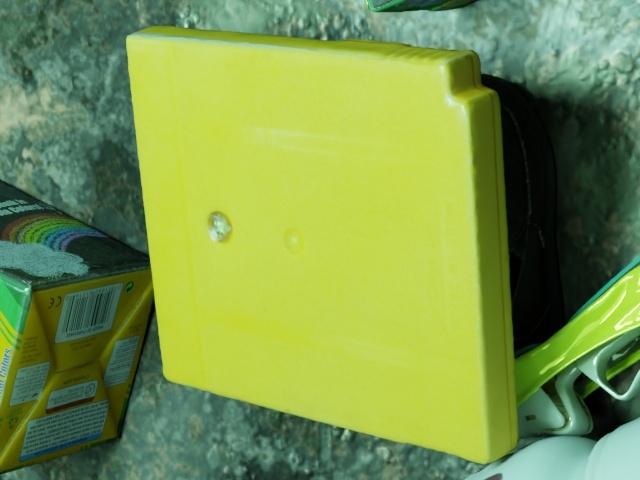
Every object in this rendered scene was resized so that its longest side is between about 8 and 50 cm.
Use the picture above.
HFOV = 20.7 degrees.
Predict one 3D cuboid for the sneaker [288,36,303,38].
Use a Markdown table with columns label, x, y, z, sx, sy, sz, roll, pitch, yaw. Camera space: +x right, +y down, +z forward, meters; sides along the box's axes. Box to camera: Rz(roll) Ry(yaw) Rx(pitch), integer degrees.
| label | x | y | z | sx | sy | sz | roll | pitch | yaw |
| --- | --- | --- | --- | --- | --- | --- | --- | --- | --- |
| sneaker | 0.000 | 0.000 | 1.356 | 0.136 | 0.116 | 0.314 | -23 | 84 | 34 |

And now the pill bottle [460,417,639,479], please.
| label | x | y | z | sx | sy | sz | roll | pitch | yaw |
| --- | --- | --- | --- | --- | --- | --- | --- | --- | --- |
| pill bottle | 0.140 | 0.275 | 1.238 | 0.392 | 0.224 | 0.224 | -33 | 79 | 32 |

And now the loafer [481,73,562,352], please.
| label | x | y | z | sx | sy | sz | roll | pitch | yaw |
| --- | --- | --- | --- | --- | --- | --- | --- | --- | --- |
| loafer | 0.129 | -0.015 | 1.291 | 0.080 | 0.078 | 0.220 | -12 | 90 | 33 |

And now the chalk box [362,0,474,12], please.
| label | x | y | z | sx | sy | sz | roll | pitch | yaw |
| --- | --- | --- | --- | --- | --- | --- | --- | --- | --- |
| chalk box | 0.093 | -0.243 | 1.254 | 0.213 | 0.132 | 0.132 | -18 | 87 | 34 |

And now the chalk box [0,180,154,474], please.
| label | x | y | z | sx | sy | sz | roll | pitch | yaw |
| --- | --- | --- | --- | --- | --- | --- | --- | --- | --- |
| chalk box | -0.316 | 0.054 | 1.530 | 0.289 | 0.180 | 0.179 | 25 | 109 | 29 |

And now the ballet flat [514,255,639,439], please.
| label | x | y | z | sx | sy | sz | roll | pitch | yaw |
| --- | --- | --- | --- | --- | --- | --- | --- | --- | --- |
| ballet flat | 0.186 | 0.094 | 1.256 | 0.231 | 0.077 | 0.077 | -40 | 57 | 21 |

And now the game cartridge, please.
| label | x | y | z | sx | sy | sz | roll | pitch | yaw |
| --- | --- | --- | --- | --- | --- | --- | --- | --- | --- |
| game cartridge | -0.003 | -0.006 | 1.268 | 0.324 | 0.053 | 0.285 | 10 | 112 | 39 |
